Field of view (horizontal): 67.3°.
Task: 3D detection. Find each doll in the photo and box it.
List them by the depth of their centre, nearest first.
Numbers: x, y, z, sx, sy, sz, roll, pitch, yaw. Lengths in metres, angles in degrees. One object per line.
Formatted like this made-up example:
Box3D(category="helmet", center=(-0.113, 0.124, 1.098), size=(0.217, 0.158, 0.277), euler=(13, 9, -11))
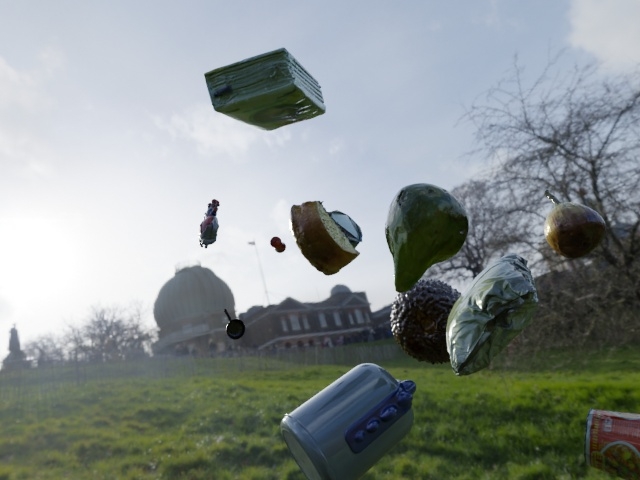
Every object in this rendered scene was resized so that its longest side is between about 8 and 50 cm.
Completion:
Box3D(category="doll", center=(-0.363, -0.051, 1.573), size=(0.104, 0.194, 0.062), euler=(-21, -43, 24))

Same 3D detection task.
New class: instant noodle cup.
Box3D(category="instant noodle cup", center=(0.709, 0.456, 1.059), size=(0.212, 0.193, 0.193), euler=(2, -7, 37))
Box3D(category="instant noodle cup", center=(0.058, -0.006, 2.077), size=(0.240, 0.240, 0.178), euler=(9, -46, -47))

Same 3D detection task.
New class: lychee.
Box3D(category="lychee", center=(0.348, 0.246, 1.495), size=(0.268, 0.267, 0.267), euler=(-13, -21, -5))

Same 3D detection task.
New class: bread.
Box3D(category="bread", center=(0.002, 0.008, 1.404), size=(0.129, 0.134, 0.260), euler=(-31, -69, 23))

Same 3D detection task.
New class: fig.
Box3D(category="fig", center=(0.238, 0.000, 1.175), size=(0.206, 0.275, 0.206), euler=(25, -22, 11))
Box3D(category="fig", center=(0.695, -0.058, 1.384), size=(0.143, 0.230, 0.160), euler=(-31, -37, -11))

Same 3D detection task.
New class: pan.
Box3D(category="pan", center=(-0.296, 0.274, 1.597), size=(0.068, 0.115, 0.023), euler=(-35, 18, -32))

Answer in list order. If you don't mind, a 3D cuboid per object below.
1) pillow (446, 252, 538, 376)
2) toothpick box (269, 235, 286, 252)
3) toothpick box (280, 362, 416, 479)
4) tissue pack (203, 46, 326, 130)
Box3D(category="pillow", center=(0.401, 0.176, 1.153), size=(0.283, 0.138, 0.310), euler=(-55, -7, 19))
Box3D(category="toothpick box", center=(-0.160, 0.015, 1.809), size=(0.047, 0.047, 0.083), euler=(-17, -18, 4))
Box3D(category="toothpick box", center=(0.100, 0.482, 1.287), size=(0.355, 0.263, 0.263), euler=(-30, -13, -26))
Box3D(category="tissue pack", center=(-0.169, -0.498, 1.640), size=(0.287, 0.162, 0.388), euler=(-11, 0, 15))
